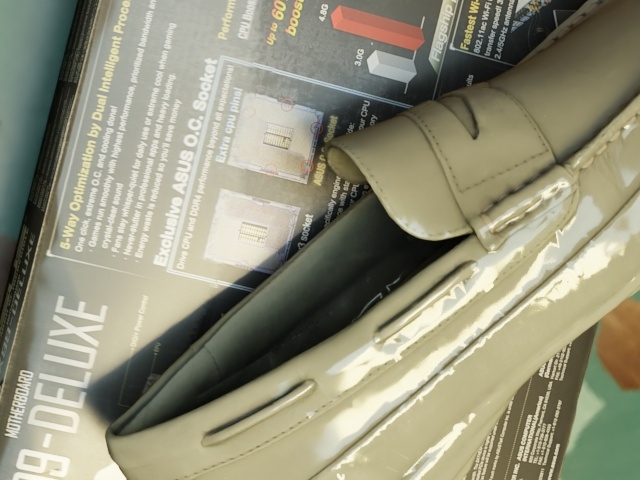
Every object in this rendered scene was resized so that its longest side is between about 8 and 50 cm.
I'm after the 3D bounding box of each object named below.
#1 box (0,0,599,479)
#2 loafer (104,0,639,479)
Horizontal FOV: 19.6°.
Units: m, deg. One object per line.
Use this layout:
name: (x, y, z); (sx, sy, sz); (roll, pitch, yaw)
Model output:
box: (0.000, 0.000, 0.777); (0.242, 0.076, 0.308); (13, 93, -16)
loafer: (0.053, -0.007, 0.692); (0.111, 0.112, 0.319); (43, 84, -24)
